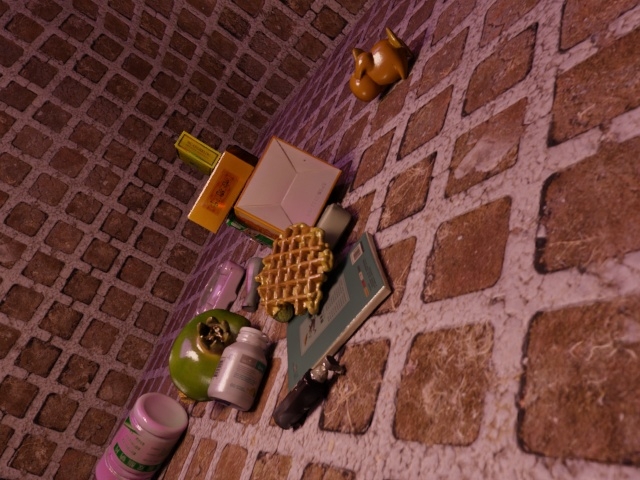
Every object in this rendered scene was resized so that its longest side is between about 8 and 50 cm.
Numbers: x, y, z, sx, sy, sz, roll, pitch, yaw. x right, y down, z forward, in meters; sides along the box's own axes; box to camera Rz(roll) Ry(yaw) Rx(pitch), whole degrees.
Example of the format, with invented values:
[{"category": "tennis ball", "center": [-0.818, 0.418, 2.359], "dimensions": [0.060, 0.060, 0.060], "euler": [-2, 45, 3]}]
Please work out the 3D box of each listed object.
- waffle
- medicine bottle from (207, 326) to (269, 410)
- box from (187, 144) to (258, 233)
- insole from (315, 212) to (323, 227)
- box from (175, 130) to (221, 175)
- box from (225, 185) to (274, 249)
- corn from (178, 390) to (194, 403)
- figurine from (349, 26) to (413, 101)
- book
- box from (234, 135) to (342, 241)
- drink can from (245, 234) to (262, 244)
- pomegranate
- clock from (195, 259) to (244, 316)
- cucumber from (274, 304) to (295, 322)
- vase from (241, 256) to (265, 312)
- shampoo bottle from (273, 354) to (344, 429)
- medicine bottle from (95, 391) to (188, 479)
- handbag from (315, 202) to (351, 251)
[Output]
[{"category": "waffle", "center": [-0.078, 0.088, 1.290], "dimensions": [0.300, 0.058, 0.282], "euler": [18, 87, 54]}, {"category": "medicine bottle", "center": [-0.227, 0.367, 1.358], "dimensions": [0.135, 0.135, 0.216], "euler": [-29, 35, 55]}, {"category": "box", "center": [-0.337, -0.201, 1.686], "dimensions": [0.265, 0.115, 0.415], "euler": [-59, 12, 8]}, {"category": "insole", "center": [-0.045, 0.015, 1.578], "dimensions": [0.253, 0.005, 0.086], "euler": [-64, 0, -14]}, {"category": "box", "center": [-0.414, -0.287, 1.592], "dimensions": [0.064, 0.140, 0.220], "euler": [-61, 13, -6]}, {"category": "box", "center": [-0.232, -0.086, 1.851], "dimensions": [0.103, 0.250, 0.180], "euler": [-36, 29, 51]}, {"category": "corn", "center": [-0.503, 0.510, 1.881], "dimensions": [0.106, 0.106, 0.305], "euler": [-50, 24, 26]}, {"category": "figurine", "center": [0.206, -0.610, 1.659], "dimensions": [0.228, 0.215, 0.215], "euler": [-11, 47, 35]}, {"category": "book", "center": [0.026, 0.177, 1.170], "dimensions": [0.379, 0.031, 0.264], "euler": [-52, 20, 22]}, {"category": "box", "center": [-0.113, -0.147, 1.588], "dimensions": [0.284, 0.259, 0.214], "euler": [-64, 1, -14]}, {"category": "drink can", "center": [-0.244, -0.101, 2.137], "dimensions": [0.235, 0.097, 0.097], "euler": [-60, 19, 2]}, {"category": "pomegranate", "center": [-0.373, 0.344, 1.526], "dimensions": [0.359, 0.215, 0.310], "euler": [99, -165, -54]}, {"category": "clock", "center": [-0.479, 0.245, 2.189], "dimensions": [0.322, 0.113, 0.296], "euler": [-14, 49, 65]}, {"category": "cucumber", "center": [-0.126, 0.197, 1.483], "dimensions": [0.077, 0.062, 0.211], "euler": [-26, 13, -6]}, {"category": "vase", "center": [-0.256, 0.172, 1.803], "dimensions": [0.086, 0.086, 0.214], "euler": [-40, 32, 43]}, {"category": "shampoo bottle", "center": [-0.028, 0.335, 1.037], "dimensions": [0.208, 0.063, 0.057], "euler": [-53, 10, 22]}, {"category": "medicine bottle", "center": [-0.663, 0.758, 1.749], "dimensions": [0.326, 0.212, 0.212], "euler": [-55, 20, 8]}, {"category": "handbag", "center": [0.000, 0.000, 1.438], "dimensions": [0.256, 0.079, 0.219], "euler": [-58, 7, 3]}]
